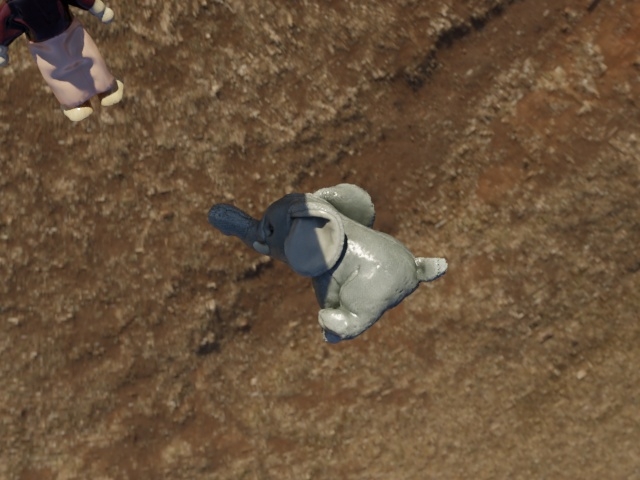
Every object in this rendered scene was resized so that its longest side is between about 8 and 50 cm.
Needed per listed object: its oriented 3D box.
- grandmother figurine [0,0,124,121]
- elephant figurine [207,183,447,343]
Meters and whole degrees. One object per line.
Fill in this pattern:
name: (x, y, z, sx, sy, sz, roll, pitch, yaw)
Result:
grandmother figurine: (-0.446, -0.349, 1.421, 0.208, 0.104, 0.342, -36, 143, -16)
elephant figurine: (0.000, 0.000, 1.104, 0.186, 0.169, 0.239, -37, 93, -11)
